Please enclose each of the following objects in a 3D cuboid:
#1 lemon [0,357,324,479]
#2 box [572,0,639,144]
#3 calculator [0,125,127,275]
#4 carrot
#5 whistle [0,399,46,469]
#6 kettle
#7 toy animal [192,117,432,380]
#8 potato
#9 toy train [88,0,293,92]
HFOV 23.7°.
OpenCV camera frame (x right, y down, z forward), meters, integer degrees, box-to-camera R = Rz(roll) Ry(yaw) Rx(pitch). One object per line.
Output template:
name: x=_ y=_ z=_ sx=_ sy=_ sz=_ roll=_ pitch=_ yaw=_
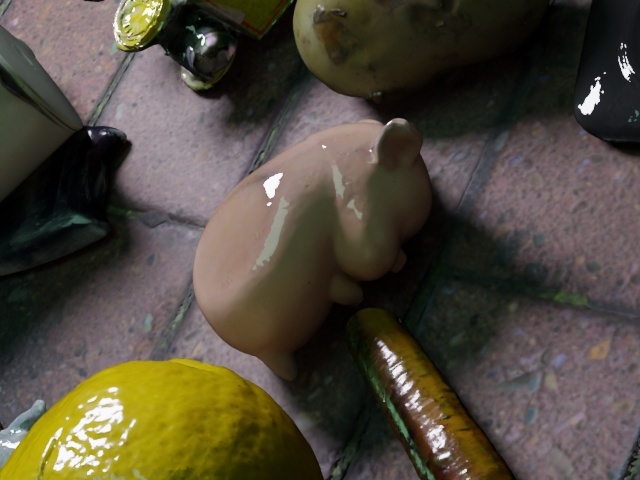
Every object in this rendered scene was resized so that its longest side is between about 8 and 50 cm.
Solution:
lemon: x=-0.127 y=0.242 z=1.192 sx=0.297 sy=0.297 sz=0.297 roll=-15 pitch=53 yaw=22
box: x=0.326 y=-0.177 z=1.360 sx=0.201 sy=0.042 sz=0.212 roll=2 pitch=62 yaw=30
calculator: x=-0.337 y=-0.039 z=1.671 sx=0.268 sy=0.040 sz=0.177 roll=-16 pitch=51 yaw=27
carrot: x=0.092 y=0.154 z=1.267 sx=0.070 sy=0.070 sz=0.260 roll=-37 pitch=46 yaw=4
whistle: x=-0.314 y=0.211 z=1.440 sx=0.346 sy=0.133 sz=0.142 roll=3 pitch=58 yaw=22
kettle: x=-0.425 y=-0.086 z=1.632 sx=0.318 sy=0.265 sz=0.205 roll=-43 pitch=75 yaw=4
toy animal: x=-0.007 y=-0.007 z=1.369 sx=0.250 sy=0.154 sz=0.166 roll=-45 pitch=29 yaw=-6
potato: x=0.092 y=-0.230 z=1.458 sx=0.262 sy=0.165 sz=0.165 roll=-20 pitch=51 yaw=27
toy train: x=-0.149 y=-0.281 z=1.636 sx=0.177 sy=0.134 sz=0.261 roll=-50 pitch=47 yaw=14
